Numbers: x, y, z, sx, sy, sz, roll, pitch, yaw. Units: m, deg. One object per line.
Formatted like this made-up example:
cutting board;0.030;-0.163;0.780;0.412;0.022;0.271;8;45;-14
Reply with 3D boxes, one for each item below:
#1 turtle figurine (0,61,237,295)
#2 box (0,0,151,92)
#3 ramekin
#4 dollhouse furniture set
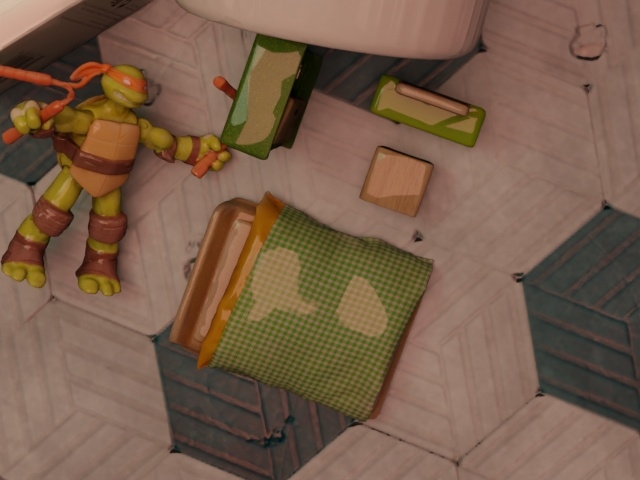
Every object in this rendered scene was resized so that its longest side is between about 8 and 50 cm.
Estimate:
turtle figurine;-0.200;-0.066;1.283;0.087;0.270;0.217;40;115;41
box;-0.253;-0.213;1.258;0.182;0.181;0.119;-30;92;6
ramekin;0.012;-0.231;1.196;0.277;0.277;0.135;11;103;4
dollhouse furniture set;0.000;0.000;1.272;0.198;0.151;0.301;20;97;3
